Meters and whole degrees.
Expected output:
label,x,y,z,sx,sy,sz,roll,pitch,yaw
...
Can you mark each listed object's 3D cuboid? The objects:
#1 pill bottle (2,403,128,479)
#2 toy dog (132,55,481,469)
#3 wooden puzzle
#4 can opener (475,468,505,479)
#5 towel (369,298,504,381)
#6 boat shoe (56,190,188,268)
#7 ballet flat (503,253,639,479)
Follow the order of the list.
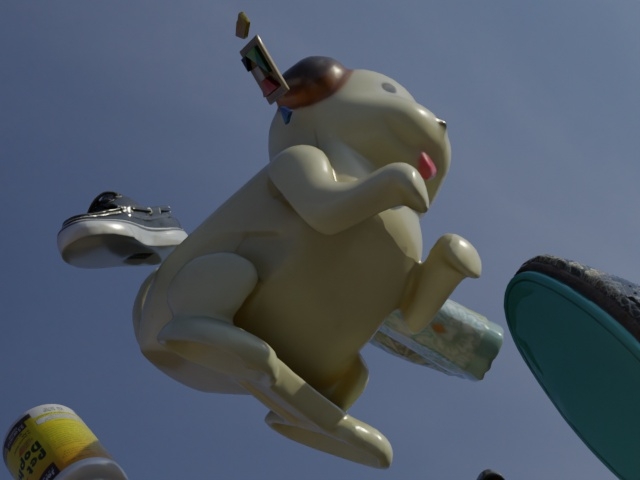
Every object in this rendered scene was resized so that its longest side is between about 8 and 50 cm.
label,x,y,z,sx,sy,sz,roll,pitch,yaw
pill bottle,-0.322,0.307,1.645,0.117,0.215,0.117,-15,-62,-29
toy dog,0.000,0.000,1.427,0.284,0.395,0.408,39,-110,-29
wooden puzzle,-0.063,-0.181,1.360,0.014,0.116,0.078,-31,-4,-18
can opener,0.153,0.382,1.338,0.093,0.074,0.280,153,141,-87
towel,0.093,0.104,1.843,0.374,0.320,0.090,89,-154,-82
boat shoe,-0.224,-0.019,1.428,0.080,0.076,0.228,-30,-14,24
ballet flat,0.343,0.180,1.038,0.182,0.483,0.164,-15,-43,-23
